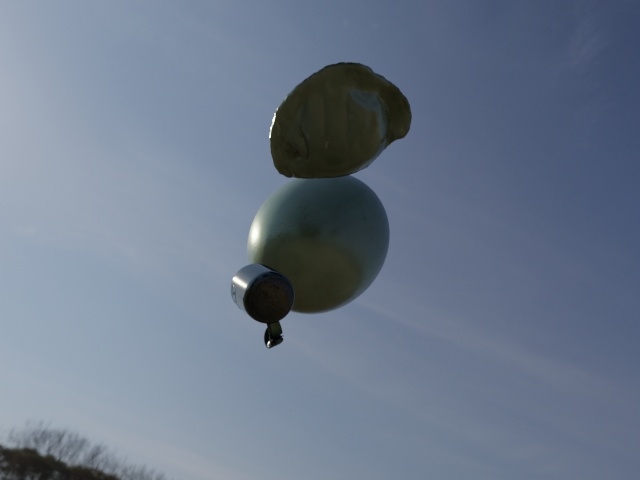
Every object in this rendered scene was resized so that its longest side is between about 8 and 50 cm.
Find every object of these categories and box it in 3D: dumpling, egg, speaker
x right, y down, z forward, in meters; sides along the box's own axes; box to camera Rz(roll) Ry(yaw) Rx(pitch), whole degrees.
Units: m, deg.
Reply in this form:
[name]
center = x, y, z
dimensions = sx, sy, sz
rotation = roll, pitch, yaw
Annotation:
[dumpling]
center = 0.025, -0.170, 0.855
dimensions = 0.219, 0.152, 0.108
rotation = -19, -1, 6
[egg]
center = 0.000, 0.000, 1.181
dimensions = 0.276, 0.389, 0.275
rotation = 10, -65, 21
[speaker]
center = -0.059, 0.074, 0.662
dimensions = 0.094, 0.060, 0.075
rotation = 61, -17, -21
